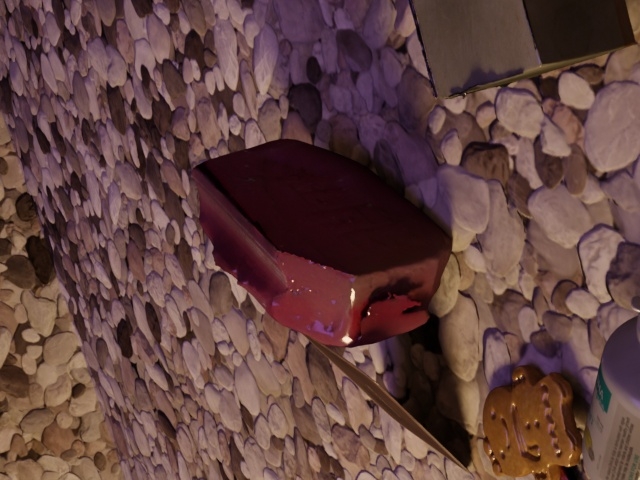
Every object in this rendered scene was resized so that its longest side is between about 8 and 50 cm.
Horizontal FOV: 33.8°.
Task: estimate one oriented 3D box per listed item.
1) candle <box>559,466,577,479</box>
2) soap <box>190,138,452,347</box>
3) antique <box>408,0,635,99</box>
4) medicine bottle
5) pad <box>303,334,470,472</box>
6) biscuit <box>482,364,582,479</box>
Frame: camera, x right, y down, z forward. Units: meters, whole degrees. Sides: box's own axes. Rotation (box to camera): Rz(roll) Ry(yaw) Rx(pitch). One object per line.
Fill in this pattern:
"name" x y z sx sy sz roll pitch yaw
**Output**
"candle" 0.290 0.303 1.153 0.167 0.021 0.026 64 150 16
"soap" 0.000 0.000 1.291 0.325 0.220 0.127 47 145 39
"antique" 0.177 -0.216 0.943 0.152 0.148 0.146 -8 99 60
"medicine bottle" 0.304 0.130 0.901 0.135 0.135 0.215 44 147 41
"pad" 0.078 0.199 1.315 0.176 0.002 0.266 29 166 51
"biscuit" 0.229 0.206 1.177 0.184 0.027 0.133 170 94 -67
